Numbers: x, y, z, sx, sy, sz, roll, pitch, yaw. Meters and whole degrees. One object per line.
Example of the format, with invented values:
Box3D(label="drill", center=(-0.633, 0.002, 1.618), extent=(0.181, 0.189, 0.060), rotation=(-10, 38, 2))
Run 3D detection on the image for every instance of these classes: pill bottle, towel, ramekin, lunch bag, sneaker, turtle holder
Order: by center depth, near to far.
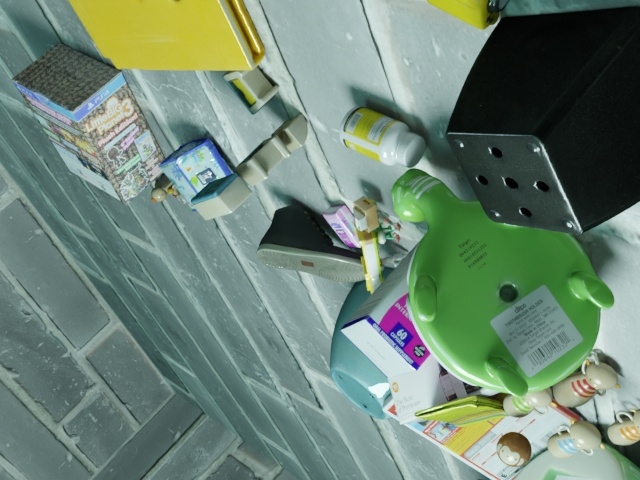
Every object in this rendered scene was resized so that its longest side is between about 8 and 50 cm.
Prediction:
Box3D(label="turtle holder", center=(0.209, 0.063, 1.195), extent=(0.320, 0.243, 0.227), rotation=(26, 174, 4))
Box3D(label="pill bottle", center=(0.089, -0.145, 1.260), extent=(0.116, 0.065, 0.065), rotation=(29, 153, 34))
Box3D(label="towel", center=(0.233, 0.277, 1.416), extent=(0.237, 0.102, 0.021), rotation=(30, -137, -62))
Box3D(label="ramekin", center=(0.427, 0.475, 1.447), extent=(0.148, 0.303, 0.303), rotation=(43, 159, -18))
Box3D(label="sneaker", center=(0.000, 0.000, 1.659), extent=(0.222, 0.118, 0.083), rotation=(12, 148, 8))
Box3D(label="lunch bag", center=(-0.238, -0.137, 1.806), extent=(0.151, 0.096, 0.128), rotation=(-12, 120, 47))

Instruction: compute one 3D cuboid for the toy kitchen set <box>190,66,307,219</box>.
Box3D(label="toy kitchen set", center=(-0.149, -0.165, 1.441), extent=(0.166, 0.207, 0.122), rotation=(50, 156, -14))

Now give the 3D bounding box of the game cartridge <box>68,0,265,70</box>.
Box3D(label="game cartridge", center=(-0.271, -0.389, 1.366), extent=(0.324, 0.052, 0.285), rotation=(9, 141, 34))

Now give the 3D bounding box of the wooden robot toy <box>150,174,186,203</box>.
Box3D(label="wooden robot toy", center=(-0.355, -0.109, 2.064), extent=(0.173, 0.079, 0.076), rotation=(22, 149, 44))

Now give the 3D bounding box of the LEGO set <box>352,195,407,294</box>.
Box3D(label="LEGO set", center=(0.130, 0.055, 1.502), extent=(0.132, 0.107, 0.286), rotation=(-99, -3, -82))

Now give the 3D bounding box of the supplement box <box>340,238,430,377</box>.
Box3D(label="supplement box", center=(0.153, 0.092, 1.367), extent=(0.111, 0.220, 0.114), rotation=(45, 157, -4))

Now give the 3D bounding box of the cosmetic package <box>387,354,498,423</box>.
Box3D(label="cosmetic package", center=(0.206, 0.213, 1.400), extent=(0.239, 0.061, 0.098), rotation=(-35, 61, 46))

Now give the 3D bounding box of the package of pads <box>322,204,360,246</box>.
Box3D(label="package of pads", center=(0.045, -0.026, 1.590), extent=(0.083, 0.032, 0.050), rotation=(52, 159, -20))

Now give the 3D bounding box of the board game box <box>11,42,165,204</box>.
Box3D(label="board game box", center=(-0.507, -0.258, 1.974), extent=(0.232, 0.141, 0.291), rotation=(28, 153, 33))

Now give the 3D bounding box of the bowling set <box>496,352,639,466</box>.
Box3D(label="bowling set", center=(0.371, 0.268, 1.355), extent=(0.287, 0.200, 0.154), rotation=(37, 155, 6))

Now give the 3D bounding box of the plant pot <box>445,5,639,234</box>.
Box3D(label="plant pot", center=(0.245, -0.111, 0.920), extent=(0.188, 0.167, 0.187), rotation=(11, 142, 51))

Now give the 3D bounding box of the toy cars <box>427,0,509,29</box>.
Box3D(label="toy cars", center=(0.183, -0.293, 0.805), extent=(0.176, 0.087, 0.394), rotation=(50, 157, -15))

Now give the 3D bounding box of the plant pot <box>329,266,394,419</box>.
Box3D(label="plant pot", center=(0.130, 0.219, 1.665), extent=(0.290, 0.195, 0.290), rotation=(36, 156, 19))

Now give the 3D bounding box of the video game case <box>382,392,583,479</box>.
Box3D(label="video game case", center=(0.281, 0.303, 1.541), extent=(0.285, 0.025, 0.204), rotation=(34, 120, -11))
